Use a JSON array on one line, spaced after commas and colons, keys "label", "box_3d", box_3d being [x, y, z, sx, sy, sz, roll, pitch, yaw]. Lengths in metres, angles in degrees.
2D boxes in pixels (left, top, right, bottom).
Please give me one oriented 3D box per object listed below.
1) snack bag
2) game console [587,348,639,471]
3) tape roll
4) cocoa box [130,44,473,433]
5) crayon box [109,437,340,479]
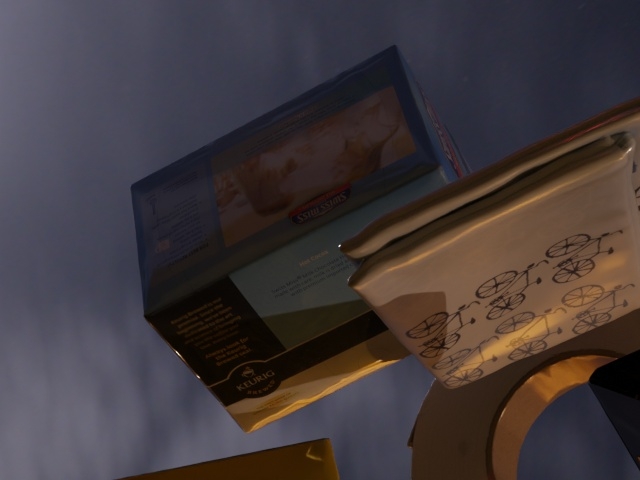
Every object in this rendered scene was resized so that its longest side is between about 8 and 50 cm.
[{"label": "snack bag", "box_3d": [0.201, -0.014, 0.910, 0.343, 0.323, 0.037, -26, -113, 5]}, {"label": "game console", "box_3d": [0.340, 0.164, 0.828, 0.361, 0.044, 0.213, 18, -21, 36]}, {"label": "tape roll", "box_3d": [0.276, 0.219, 1.460, 0.392, 0.392, 0.072, -6, -31, 33]}, {"label": "cocoa box", "box_3d": [0.000, 0.000, 1.529, 0.347, 0.231, 0.228, -27, -50, 11]}, {"label": "crayon box", "box_3d": [-0.106, 0.391, 1.282, 0.313, 0.106, 0.362, -11, -116, -3]}]
